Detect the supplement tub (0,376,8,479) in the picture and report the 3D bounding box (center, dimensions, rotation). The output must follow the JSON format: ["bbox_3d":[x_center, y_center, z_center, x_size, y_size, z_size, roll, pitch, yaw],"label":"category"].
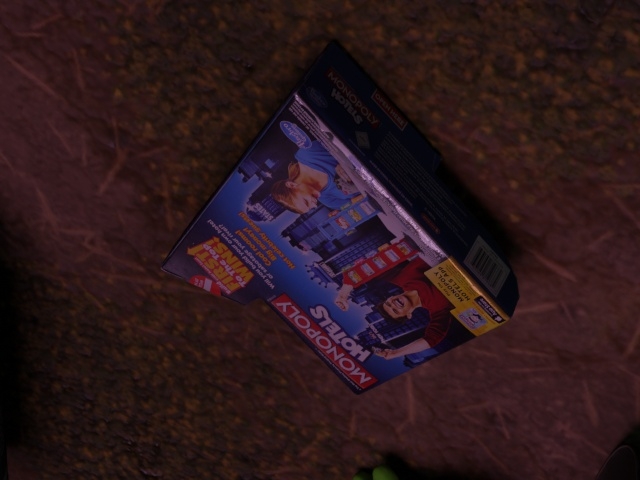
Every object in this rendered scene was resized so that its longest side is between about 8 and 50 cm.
[{"bbox_3d":[-0.328,0.117,1.387,0.191,0.191,0.272,18,134,14],"label":"supplement tub"}]

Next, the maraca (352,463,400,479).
[{"bbox_3d":[0.087,0.231,1.330,0.186,0.099,0.127,36,140,35],"label":"maraca"}]

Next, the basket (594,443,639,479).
[{"bbox_3d":[0.274,0.242,1.188,0.227,0.204,0.154,20,106,-1],"label":"basket"}]

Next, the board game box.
[{"bbox_3d":[0.000,0.000,1.200,0.194,0.060,0.194,47,135,-14],"label":"board game box"}]
